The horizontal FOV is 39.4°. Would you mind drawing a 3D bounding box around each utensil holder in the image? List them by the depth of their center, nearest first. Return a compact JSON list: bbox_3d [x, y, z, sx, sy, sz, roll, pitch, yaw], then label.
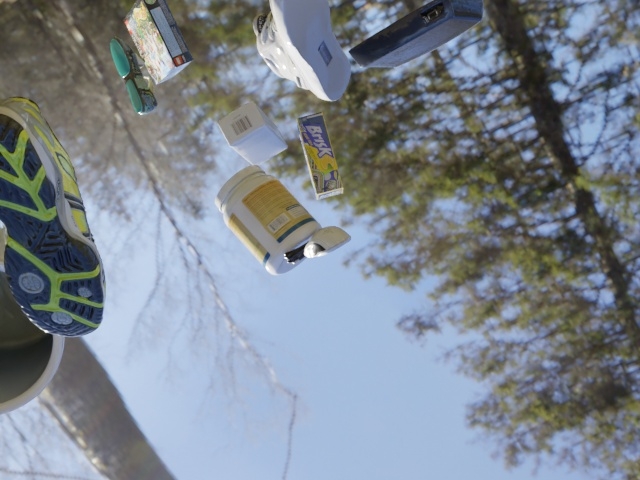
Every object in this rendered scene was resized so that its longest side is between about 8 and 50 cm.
[{"bbox_3d":[-0.697,0.152,1.912,0.327,0.327,0.385,-33,-165,-1],"label":"utensil holder"}]

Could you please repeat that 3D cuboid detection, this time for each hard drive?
[{"bbox_3d":[0.201,-0.425,1.841,0.255,0.054,0.172,-23,175,38],"label":"hard drive"}]

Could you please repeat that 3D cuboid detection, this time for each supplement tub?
[{"bbox_3d":[-0.107,-0.043,1.830,0.144,0.199,0.144,-39,164,-13],"label":"supplement tub"}]

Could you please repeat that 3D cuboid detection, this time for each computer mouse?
[{"bbox_3d":[0.000,0.000,1.675,0.106,0.042,0.193,-30,-175,-22],"label":"computer mouse"}]

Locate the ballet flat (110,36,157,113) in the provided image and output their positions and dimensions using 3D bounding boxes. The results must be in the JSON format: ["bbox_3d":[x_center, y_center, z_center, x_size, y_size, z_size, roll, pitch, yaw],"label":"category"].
[{"bbox_3d":[-0.432,-0.388,2.090,0.070,0.188,0.070,-18,-174,2],"label":"ballet flat"}]

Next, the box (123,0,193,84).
[{"bbox_3d":[-0.346,-0.426,1.892,0.044,0.159,0.233,-29,-170,-18],"label":"box"}]

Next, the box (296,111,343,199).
[{"bbox_3d":[-0.002,-0.175,1.849,0.059,0.169,0.054,-14,170,-3],"label":"box"}]

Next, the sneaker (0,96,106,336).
[{"bbox_3d":[-0.386,-0.029,1.294,0.145,0.384,0.147,-3,-148,6],"label":"sneaker"}]

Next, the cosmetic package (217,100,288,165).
[{"bbox_3d":[-0.183,-0.289,2.457,0.117,0.085,0.231,-30,166,5],"label":"cosmetic package"}]

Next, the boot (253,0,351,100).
[{"bbox_3d":[-0.049,-0.291,1.239,0.123,0.258,0.095,24,-108,26],"label":"boot"}]
